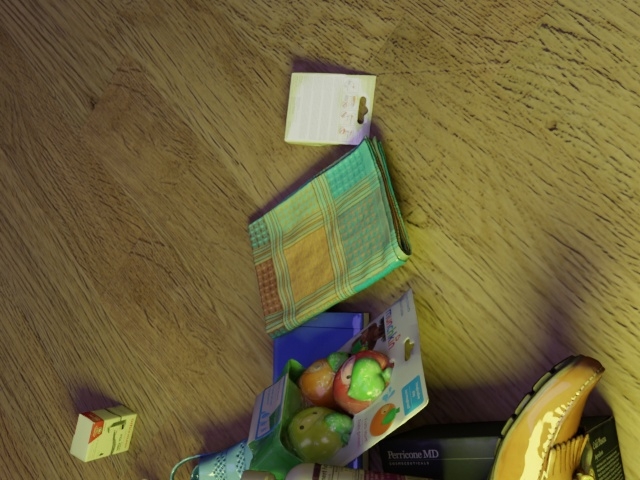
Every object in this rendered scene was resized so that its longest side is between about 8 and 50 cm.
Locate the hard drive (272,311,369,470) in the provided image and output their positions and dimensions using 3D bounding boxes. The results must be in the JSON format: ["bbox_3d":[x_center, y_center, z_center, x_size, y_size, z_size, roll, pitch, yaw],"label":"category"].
[{"bbox_3d":[-0.003,0.300,1.421,0.210,0.040,0.318,-2,85,33],"label":"hard drive"}]

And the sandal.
[{"bbox_3d":[-0.188,0.468,1.442,0.317,0.138,0.126,-34,53,36],"label":"sandal"}]

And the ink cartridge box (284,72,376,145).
[{"bbox_3d":[0.022,-0.264,1.458,0.179,0.045,0.145,6,89,16],"label":"ink cartridge box"}]

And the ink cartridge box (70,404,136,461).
[{"bbox_3d":[-0.506,0.450,1.690,0.056,0.135,0.099,18,97,30],"label":"ink cartridge box"}]

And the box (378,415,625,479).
[{"bbox_3d":[0.296,0.449,1.129,0.343,0.179,0.312,-12,81,32],"label":"box"}]

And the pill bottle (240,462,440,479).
[{"bbox_3d":[0.031,0.405,1.011,0.302,0.169,0.169,6,90,4],"label":"pill bottle"}]

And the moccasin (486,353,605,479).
[{"bbox_3d":[0.293,0.330,0.949,0.147,0.139,0.380,25,101,32],"label":"moccasin"}]

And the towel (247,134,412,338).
[{"bbox_3d":[0.000,0.000,1.393,0.370,0.040,0.271,-33,57,34],"label":"towel"}]

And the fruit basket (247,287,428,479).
[{"bbox_3d":[0.029,0.261,1.217,0.165,0.327,0.353,36,113,-14],"label":"fruit basket"}]

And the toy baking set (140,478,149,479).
[{"bbox_3d":[-0.329,0.594,1.540,0.197,0.030,0.256,47,144,3],"label":"toy baking set"}]
